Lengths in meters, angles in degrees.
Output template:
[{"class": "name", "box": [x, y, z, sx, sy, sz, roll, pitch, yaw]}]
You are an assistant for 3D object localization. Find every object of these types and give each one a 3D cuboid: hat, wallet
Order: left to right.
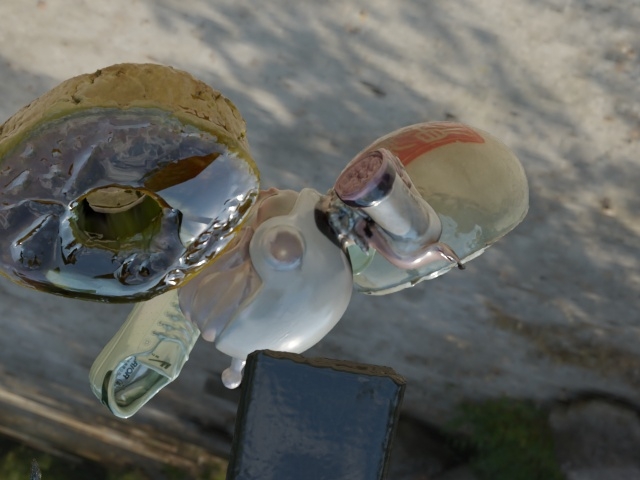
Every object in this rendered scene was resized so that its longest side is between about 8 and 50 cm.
[{"class": "wallet", "box": [-0.020, 0.279, 1.367, 0.170, 0.321, 0.044, 10, -175, -2]}, {"class": "hat", "box": [0.006, 0.004, 1.939, 0.166, 0.081, 0.122, -6, 148, -6]}]

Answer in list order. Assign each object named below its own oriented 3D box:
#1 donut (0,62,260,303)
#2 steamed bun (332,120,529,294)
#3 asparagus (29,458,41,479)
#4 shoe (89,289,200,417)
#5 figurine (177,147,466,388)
[{"class": "donut", "box": [-0.229, -0.066, 1.471, 0.329, 0.160, 0.330, -2, 133, -3]}, {"class": "steamed bun", "box": [0.171, -0.077, 2.256, 0.374, 0.374, 0.241, -12, 105, 63]}, {"class": "asparagus", "box": [-0.457, 0.443, 2.025, 0.023, 0.233, 0.022, 13, -159, 1]}, {"class": "shoe", "box": [-0.284, 0.174, 2.377, 0.132, 0.363, 0.160, 40, -178, -26]}, {"class": "figurine", "box": [-0.018, 0.024, 1.676, 0.361, 0.211, 0.253, -26, 165, 8]}]
